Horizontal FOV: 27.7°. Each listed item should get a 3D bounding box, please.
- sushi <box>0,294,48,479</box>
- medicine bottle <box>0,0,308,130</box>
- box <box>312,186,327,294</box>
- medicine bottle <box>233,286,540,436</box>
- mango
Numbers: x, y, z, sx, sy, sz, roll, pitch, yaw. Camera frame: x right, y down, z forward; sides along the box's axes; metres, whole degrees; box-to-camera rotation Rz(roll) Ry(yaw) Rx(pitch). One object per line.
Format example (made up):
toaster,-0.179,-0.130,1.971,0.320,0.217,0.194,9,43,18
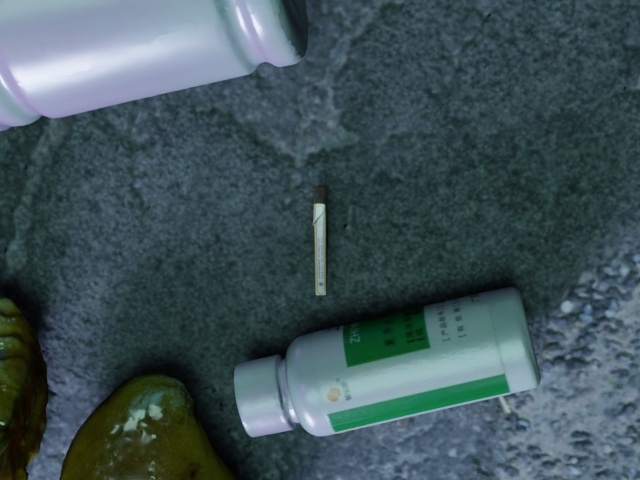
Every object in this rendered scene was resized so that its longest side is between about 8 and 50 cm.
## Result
sushi,-0.335,0.147,1.116,0.184,0.274,0.139,6,138,5
medicine bottle,-0.183,-0.198,0.972,0.316,0.202,0.202,-11,110,7
box,0.000,0.000,1.118,0.012,0.046,0.083,0,111,3
medicine bottle,0.057,0.112,1.133,0.260,0.095,0.095,-14,109,7
mango,-0.147,0.274,1.183,0.193,0.146,0.316,-9,104,-1
